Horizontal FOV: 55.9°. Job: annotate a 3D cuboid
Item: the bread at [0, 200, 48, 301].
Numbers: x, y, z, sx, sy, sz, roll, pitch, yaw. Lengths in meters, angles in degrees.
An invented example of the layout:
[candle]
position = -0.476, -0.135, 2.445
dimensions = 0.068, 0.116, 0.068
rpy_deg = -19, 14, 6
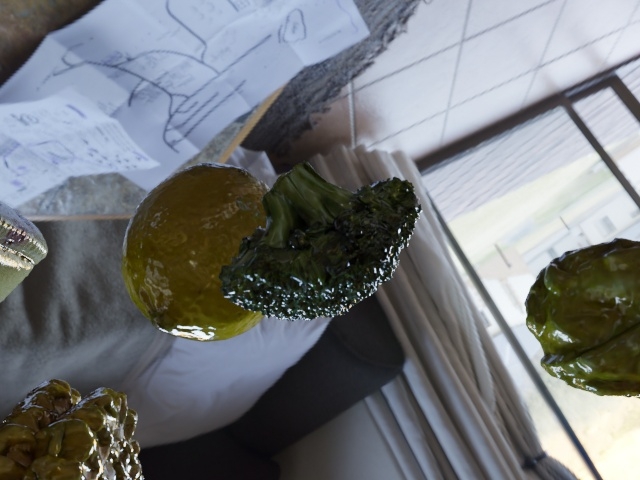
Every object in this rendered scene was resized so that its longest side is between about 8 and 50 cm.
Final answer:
[bread]
position = -0.579, -0.009, 0.934
dimensions = 0.187, 0.155, 0.338
rpy_deg = -50, 170, -12

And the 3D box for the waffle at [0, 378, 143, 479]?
[waffle]
position = -0.314, 0.322, 0.743
dimensions = 0.151, 0.261, 0.324
rpy_deg = -11, -170, -7

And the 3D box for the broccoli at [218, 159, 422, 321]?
[broccoli]
position = 0.003, 0.002, 0.712
dimensions = 0.226, 0.176, 0.198
rpy_deg = -59, -174, 8

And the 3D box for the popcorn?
[popcorn]
position = 0.340, 0.092, 0.693
dimensions = 0.155, 0.198, 0.197
rpy_deg = 14, 138, -32

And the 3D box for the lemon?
[lemon]
position = -0.203, 0.022, 1.117
dimensions = 0.336, 0.336, 0.336
rpy_deg = -24, 160, -10
